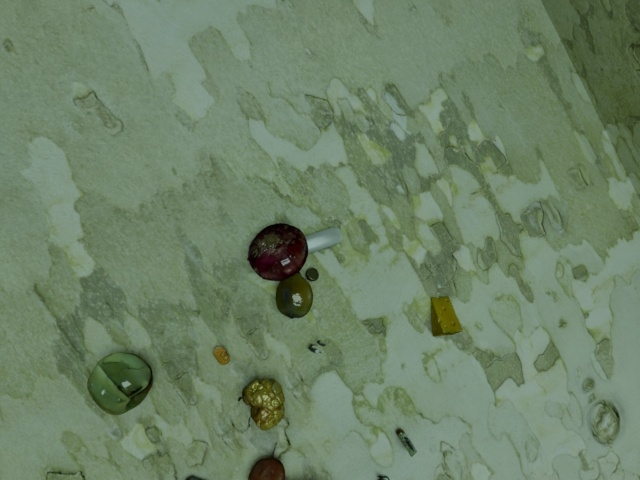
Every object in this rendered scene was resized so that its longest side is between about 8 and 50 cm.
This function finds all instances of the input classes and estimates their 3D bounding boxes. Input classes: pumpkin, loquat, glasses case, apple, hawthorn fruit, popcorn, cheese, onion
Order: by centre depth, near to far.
[{"bbox_3d":[-0.717,0.510,1.548,0.188,0.174,0.207,38,80,12],"label":"apple"},{"bbox_3d":[-0.206,0.905,1.656,0.149,0.149,0.188,6,85,-13],"label":"hawthorn fruit"},{"bbox_3d":[-0.208,0.627,1.679,0.163,0.140,0.194,-34,84,-5],"label":"popcorn"},{"bbox_3d":[-0.163,0.048,1.685,0.247,0.190,0.246,-4,53,5],"label":"onion"},{"bbox_3d":[-0.392,0.454,1.697,0.050,0.028,0.083,-26,101,-12],"label":"pumpkin"},{"bbox_3d":[-0.105,0.218,1.718,0.152,0.152,0.195,7,69,-13],"label":"loquat"},{"bbox_3d":[0.000,0.000,1.805,0.197,0.049,0.076,-19,91,-13],"label":"glasses case"},{"bbox_3d":[0.546,0.331,1.902,0.093,0.126,0.171,-1,68,-7],"label":"cheese"}]

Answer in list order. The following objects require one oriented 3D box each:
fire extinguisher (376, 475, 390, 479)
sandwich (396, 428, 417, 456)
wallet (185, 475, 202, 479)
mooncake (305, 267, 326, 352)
[{"bbox_3d":[0.268,1.062,1.809,0.078,0.045,0.157,-1,85,-41],"label":"fire extinguisher"},{"bbox_3d":[0.364,0.854,1.817,0.036,0.093,0.104,-33,92,-6],"label":"sandwich"},{"bbox_3d":[-0.397,1.084,1.633,0.361,0.083,0.252,27,76,-9],"label":"wallet"},{"bbox_3d":[-0.020,0.292,1.780,0.151,0.057,0.346,15,82,-14],"label":"mooncake"}]
